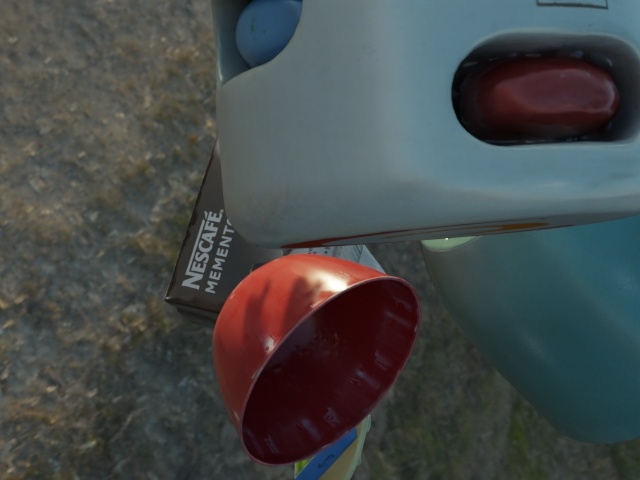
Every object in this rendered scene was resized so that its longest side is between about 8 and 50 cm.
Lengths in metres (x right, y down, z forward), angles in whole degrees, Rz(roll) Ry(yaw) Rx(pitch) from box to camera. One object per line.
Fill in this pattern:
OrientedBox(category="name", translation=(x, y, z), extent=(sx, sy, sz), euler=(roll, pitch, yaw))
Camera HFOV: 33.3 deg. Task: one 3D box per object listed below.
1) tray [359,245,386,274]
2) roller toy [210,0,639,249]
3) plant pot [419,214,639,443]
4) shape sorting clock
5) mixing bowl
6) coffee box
OrientedBox(category="tray", translation=(0.000, 0.000, 1.464), extent=(0.030, 0.145, 0.270), euler=(-50, 120, -21))
OrientedBox(category="roller toy", translation=(0.052, -0.076, 0.465), extent=(0.191, 0.209, 0.146), euler=(1, 84, -71))
OrientedBox(category="plant pot", translation=(0.234, 0.004, 0.998), extent=(0.235, 0.293, 0.293), euler=(37, 37, -20))
OrientedBox(category="shape sorting clock", translation=(0.015, 0.188, 1.199), extent=(0.040, 0.206, 0.206), euler=(15, 47, -17))
OrientedBox(category="mixing bowl", translation=(-0.018, 0.079, 0.852), extent=(0.098, 0.181, 0.181), euler=(40, 19, 35))
OrientedBox(category="coffee box", translation=(-0.035, -0.041, 1.159), extent=(0.119, 0.168, 0.297), euler=(56, 49, -70))
